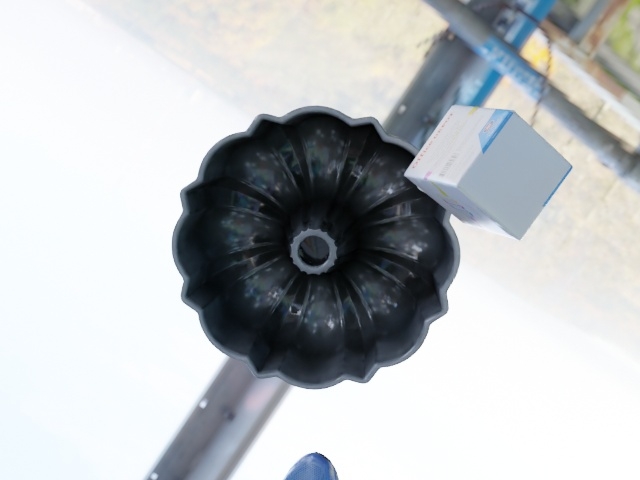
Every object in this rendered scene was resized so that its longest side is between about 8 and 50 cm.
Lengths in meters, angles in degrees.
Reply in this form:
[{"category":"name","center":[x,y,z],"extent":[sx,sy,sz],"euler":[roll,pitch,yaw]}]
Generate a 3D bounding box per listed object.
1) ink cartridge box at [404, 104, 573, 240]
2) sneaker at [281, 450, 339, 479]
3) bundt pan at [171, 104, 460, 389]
[{"category":"ink cartridge box","center":[0.159,-0.070,1.162],"extent":[0.090,0.092,0.143],"euler":[38,176,-20]},{"category":"sneaker","center":[-0.073,0.513,2.039],"extent":[0.130,0.330,0.147],"euler":[23,161,21]},{"category":"bundt pan","center":[0.000,0.000,1.382],"extent":[0.331,0.331,0.124],"euler":[34,-166,-1]}]
